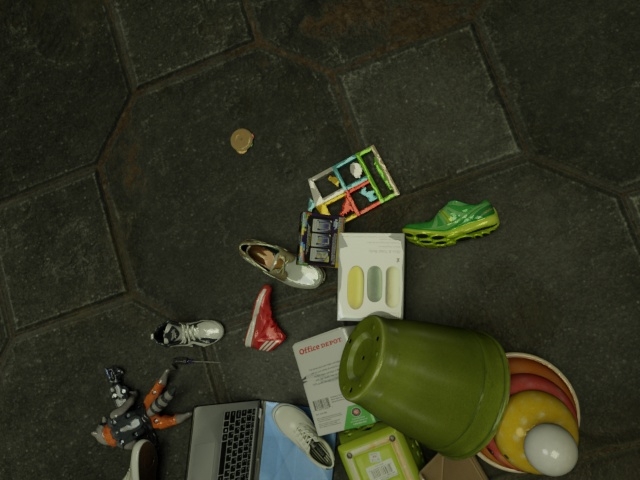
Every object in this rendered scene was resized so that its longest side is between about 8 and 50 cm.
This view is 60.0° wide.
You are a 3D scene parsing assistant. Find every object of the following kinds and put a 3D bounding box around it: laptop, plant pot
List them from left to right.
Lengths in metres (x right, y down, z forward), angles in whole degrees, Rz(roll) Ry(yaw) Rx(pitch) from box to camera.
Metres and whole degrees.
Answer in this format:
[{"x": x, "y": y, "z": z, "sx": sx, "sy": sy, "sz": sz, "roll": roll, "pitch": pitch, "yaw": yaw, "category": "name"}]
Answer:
[{"x": -0.180, "y": 0.707, "z": 1.704, "sx": 0.236, "sy": 0.408, "sz": 0.381, "roll": 0, "pitch": 82, "yaw": 44, "category": "laptop"}, {"x": 0.185, "y": 0.655, "z": 1.649, "sx": 0.228, "sy": 0.207, "sz": 0.227, "roll": -23, "pitch": 80, "yaw": 7, "category": "plant pot"}, {"x": 0.254, "y": 0.367, "z": 1.517, "sx": 0.353, "sy": 0.366, "sz": 0.366, "roll": 23, "pitch": 89, "yaw": -18, "category": "plant pot"}]

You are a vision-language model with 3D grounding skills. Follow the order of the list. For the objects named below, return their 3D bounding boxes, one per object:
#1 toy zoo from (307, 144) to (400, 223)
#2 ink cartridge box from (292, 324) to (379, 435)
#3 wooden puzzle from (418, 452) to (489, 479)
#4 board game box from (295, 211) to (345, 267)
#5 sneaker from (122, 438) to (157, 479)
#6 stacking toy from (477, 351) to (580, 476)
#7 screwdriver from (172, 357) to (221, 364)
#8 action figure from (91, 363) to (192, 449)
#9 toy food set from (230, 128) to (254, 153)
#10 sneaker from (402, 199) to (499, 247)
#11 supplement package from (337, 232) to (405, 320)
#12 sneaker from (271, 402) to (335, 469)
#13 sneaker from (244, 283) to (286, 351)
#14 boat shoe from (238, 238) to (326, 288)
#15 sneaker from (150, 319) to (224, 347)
[{"x": 0.090, "y": -0.165, "z": 1.836, "sx": 0.293, "sy": 0.030, "sz": 0.192, "roll": -28, "pitch": 80, "yaw": 7, "category": "toy zoo"}, {"x": 0.062, "y": 0.423, "z": 1.697, "sx": 0.211, "sy": 0.122, "sz": 0.289, "roll": -24, "pitch": 76, "yaw": 30, "category": "ink cartridge box"}, {"x": 0.397, "y": 0.709, "z": 1.605, "sx": 0.044, "sy": 0.239, "sz": 0.221, "roll": -35, "pitch": 83, "yaw": 47, "category": "wooden puzzle"}, {"x": 0.000, "y": 0.000, "z": 1.771, "sx": 0.141, "sy": 0.048, "sz": 0.170, "roll": 7, "pitch": 85, "yaw": -15, "category": "board game box"}, {"x": -0.603, "y": 0.766, "z": 1.800, "sx": 0.123, "sy": 0.106, "sz": 0.290, "roll": 10, "pitch": 112, "yaw": 18, "category": "sneaker"}, {"x": 0.549, "y": 0.491, "z": 1.455, "sx": 0.351, "sy": 0.480, "sz": 0.350, "roll": -1, "pitch": 84, "yaw": 10, "category": "stacking toy"}, {"x": -0.419, "y": 0.412, "z": 1.886, "sx": 0.170, "sy": 0.025, "sz": 0.024, "roll": 1, "pitch": 84, "yaw": 2, "category": "screwdriver"}, {"x": -0.610, "y": 0.544, "z": 1.829, "sx": 0.330, "sy": 0.178, "sz": 0.341, "roll": -34, "pitch": 83, "yaw": -4, "category": "action figure"}, {"x": -0.272, "y": -0.349, "z": 1.927, "sx": 0.082, "sy": 0.020, "sz": 0.083, "roll": -44, "pitch": 78, "yaw": 4, "category": "toy food set"}, {"x": 0.404, "y": -0.056, "z": 1.743, "sx": 0.296, "sy": 0.109, "sz": 0.123, "roll": -11, "pitch": 59, "yaw": 12, "category": "sneaker"}, {"x": 0.163, "y": 0.116, "z": 1.709, "sx": 0.199, "sy": 0.198, "sz": 0.262, "roll": 1, "pitch": 85, "yaw": 10, "category": "supplement package"}, {"x": -0.042, "y": 0.596, "z": 1.697, "sx": 0.258, "sy": 0.091, "sz": 0.094, "roll": 45, "pitch": 75, "yaw": -11, "category": "sneaker"}, {"x": -0.162, "y": 0.261, "z": 1.826, "sx": 0.128, "sy": 0.087, "sz": 0.221, "roll": 17, "pitch": 100, "yaw": 3, "category": "sneaker"}, {"x": -0.132, "y": 0.081, "z": 1.816, "sx": 0.302, "sy": 0.103, "sz": 0.113, "roll": 19, "pitch": 89, "yaw": 12, "category": "boat shoe"}, {"x": -0.449, "y": 0.309, "z": 1.828, "sx": 0.235, "sy": 0.153, "sz": 0.094, "roll": 2, "pitch": 86, "yaw": 11, "category": "sneaker"}]
